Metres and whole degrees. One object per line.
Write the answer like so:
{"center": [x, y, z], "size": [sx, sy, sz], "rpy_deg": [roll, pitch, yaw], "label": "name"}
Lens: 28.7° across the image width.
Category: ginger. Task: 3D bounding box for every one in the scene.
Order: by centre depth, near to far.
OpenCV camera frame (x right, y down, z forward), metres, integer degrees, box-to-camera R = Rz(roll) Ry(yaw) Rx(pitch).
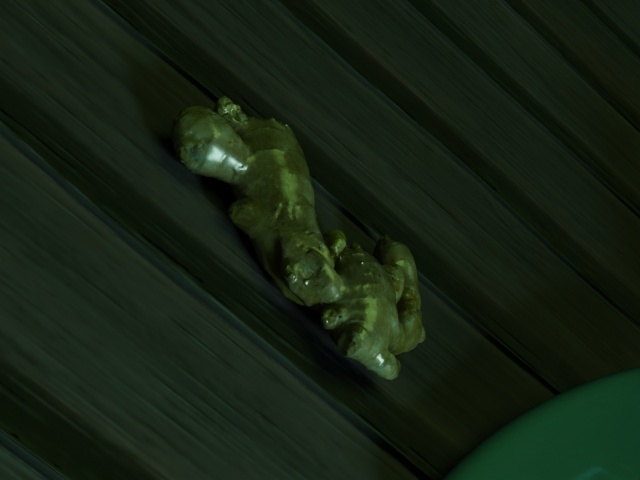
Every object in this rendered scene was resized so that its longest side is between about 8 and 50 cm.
{"center": [0.000, 0.000, 0.779], "size": [0.193, 0.052, 0.176], "rpy_deg": [19, 39, -39], "label": "ginger"}

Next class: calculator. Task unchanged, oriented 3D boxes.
{"center": [0.233, 0.171, 0.778], "size": [0.256, 0.054, 0.386], "rpy_deg": [30, 29, 33], "label": "calculator"}
